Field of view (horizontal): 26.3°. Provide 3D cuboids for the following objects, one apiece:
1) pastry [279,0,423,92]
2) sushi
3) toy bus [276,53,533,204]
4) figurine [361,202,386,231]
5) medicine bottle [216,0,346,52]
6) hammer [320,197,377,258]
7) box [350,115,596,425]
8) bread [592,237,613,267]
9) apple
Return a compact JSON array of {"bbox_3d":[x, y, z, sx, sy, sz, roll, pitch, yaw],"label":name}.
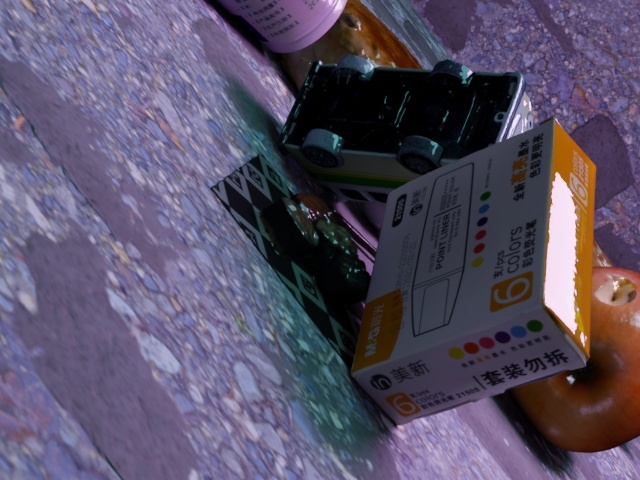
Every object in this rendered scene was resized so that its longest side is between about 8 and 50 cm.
[{"bbox_3d":[0.061,-0.229,1.928,0.329,0.136,0.329,47,17,-20],"label":"pastry"},{"bbox_3d":[0.000,0.000,1.396,0.219,0.047,0.231,53,15,-4],"label":"sushi"},{"bbox_3d":[0.110,-0.112,1.563,0.165,0.276,0.133,50,56,-49],"label":"toy bus"},{"bbox_3d":[0.116,-0.038,1.749,0.197,0.093,0.147,38,32,-48],"label":"figurine"},{"bbox_3d":[-0.092,-0.369,1.746,0.254,0.152,0.152,40,20,-42],"label":"medicine bottle"},{"bbox_3d":[0.091,0.040,1.638,0.292,0.029,0.058,42,16,-32],"label":"hammer"},{"bbox_3d":[0.156,0.029,1.335,0.091,0.221,0.274,46,34,-29],"label":"box"},{"bbox_3d":[0.356,0.016,2.275,0.337,0.148,0.328,59,20,13],"label":"bread"},{"bbox_3d":[0.357,0.153,1.777,0.242,0.242,0.241,55,21,5],"label":"apple"}]
